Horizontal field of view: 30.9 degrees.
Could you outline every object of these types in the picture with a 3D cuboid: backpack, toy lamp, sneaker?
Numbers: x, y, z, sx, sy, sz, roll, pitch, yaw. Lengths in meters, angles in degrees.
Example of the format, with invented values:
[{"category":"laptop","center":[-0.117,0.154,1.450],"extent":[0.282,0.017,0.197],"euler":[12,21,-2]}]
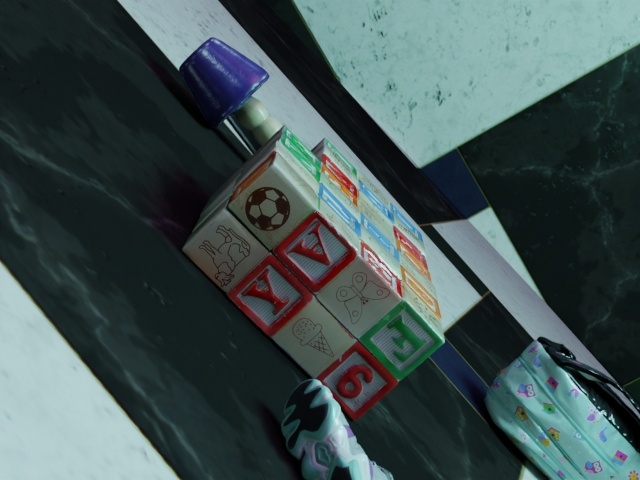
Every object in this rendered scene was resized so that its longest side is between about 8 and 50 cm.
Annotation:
[{"category":"backpack","center":[0.257,0.187,1.175],"extent":[0.182,0.115,0.152],"euler":[44,0,-11]},{"category":"toy lamp","center":[-0.027,-0.082,1.126],"extent":[0.275,0.080,0.080],"euler":[45,11,-7]},{"category":"sneaker","center":[0.016,0.130,0.667],"extent":[0.069,0.038,0.098],"euler":[39,23,-44]}]

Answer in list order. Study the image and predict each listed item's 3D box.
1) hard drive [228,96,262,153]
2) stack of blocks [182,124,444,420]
[{"category":"hard drive","center":[-0.063,-0.115,1.248],"extent":[0.135,0.022,0.094],"euler":[53,12,27]},{"category":"stack of blocks","center":[0.000,0.000,0.915],"extent":[0.171,0.087,0.297],"euler":[45,11,-9]}]
